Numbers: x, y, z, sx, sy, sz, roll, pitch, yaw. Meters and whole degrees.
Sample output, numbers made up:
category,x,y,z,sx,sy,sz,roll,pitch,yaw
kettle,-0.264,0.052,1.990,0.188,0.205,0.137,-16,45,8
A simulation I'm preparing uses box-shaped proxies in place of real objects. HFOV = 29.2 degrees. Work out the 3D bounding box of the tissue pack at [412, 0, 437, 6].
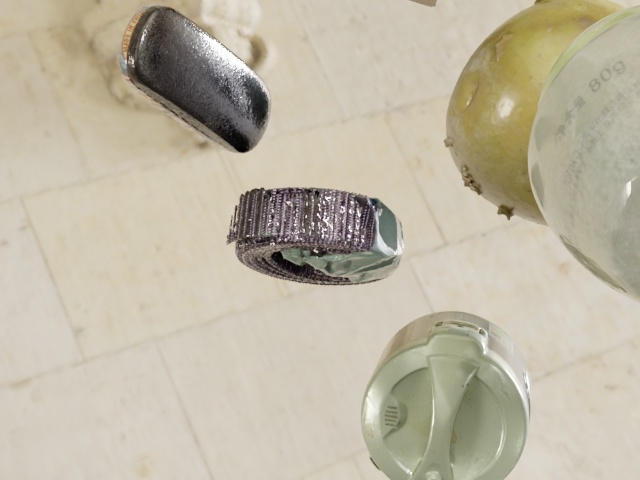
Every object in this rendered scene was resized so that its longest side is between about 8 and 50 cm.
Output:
category,x,y,z,sx,sy,sz,roll,pitch,yaw
tissue pack,0.127,-0.560,2.303,0.246,0.135,0.159,18,-10,3

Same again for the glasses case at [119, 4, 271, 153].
category,x,y,z,sx,sy,sz,roll,pitch,yaw
glasses case,-0.174,-0.227,1.772,0.082,0.122,0.321,10,-13,33

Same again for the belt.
category,x,y,z,sx,sy,sz,roll,pitch,yaw
belt,0.000,0.000,1.986,0.260,0.122,0.325,-4,-17,21

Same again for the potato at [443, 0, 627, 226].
category,x,y,z,sx,sy,sz,roll,pitch,yaw
potato,0.400,-0.253,2.256,0.320,0.385,0.442,14,-56,-6

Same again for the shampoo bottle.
category,x,y,z,sx,sy,sz,roll,pitch,yaw
shampoo bottle,0.390,-0.088,1.310,0.323,0.322,0.317,-27,29,9

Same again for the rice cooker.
category,x,y,z,sx,sy,sz,roll,pitch,yaw
rice cooker,0.212,0.266,2.024,0.288,0.288,0.277,-28,4,13
